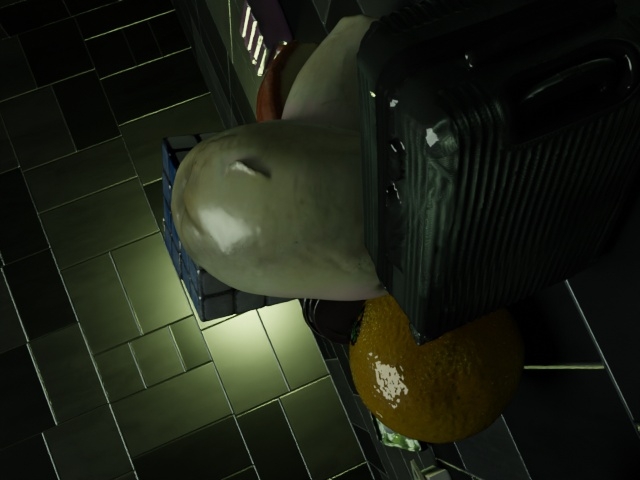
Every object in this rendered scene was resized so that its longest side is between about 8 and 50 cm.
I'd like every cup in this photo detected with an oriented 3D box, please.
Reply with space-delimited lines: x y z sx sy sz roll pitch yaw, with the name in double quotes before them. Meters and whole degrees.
"cup" 0.039 0.069 1.422 0.280 0.196 0.196 -111 4 -56

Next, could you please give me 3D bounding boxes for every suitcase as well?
"suitcase" 0.132 -0.052 0.532 0.312 0.202 0.128 81 163 -57

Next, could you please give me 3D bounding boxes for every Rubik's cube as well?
"Rubik's cube" -0.190 -0.054 1.699 0.337 0.343 0.345 -125 31 -46

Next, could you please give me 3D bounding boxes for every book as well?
"book" 0.260 0.615 1.593 0.182 0.014 0.127 -122 13 -50

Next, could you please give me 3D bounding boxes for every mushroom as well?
"mushroom" 0.015 -0.049 0.800 0.315 0.356 0.315 37 146 30

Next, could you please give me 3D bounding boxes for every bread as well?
"bread" -0.013 -0.199 1.090 0.244 0.190 0.123 70 158 9

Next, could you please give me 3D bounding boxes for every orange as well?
"orange" 0.142 0.141 0.864 0.236 0.236 0.236 158 90 -81

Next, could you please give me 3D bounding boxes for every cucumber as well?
"cucumber" 0.192 0.439 1.696 0.115 0.085 0.193 -37 67 34

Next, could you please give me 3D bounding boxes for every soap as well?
"soap" -0.119 -0.439 1.456 0.203 0.065 0.122 175 73 -80

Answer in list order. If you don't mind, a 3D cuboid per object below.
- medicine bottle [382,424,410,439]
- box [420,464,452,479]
"medicine bottle" 0.203 0.378 1.430 0.092 0.061 0.221 31 151 -5
"box" 0.288 0.603 1.609 0.130 0.051 0.129 108 139 -75
